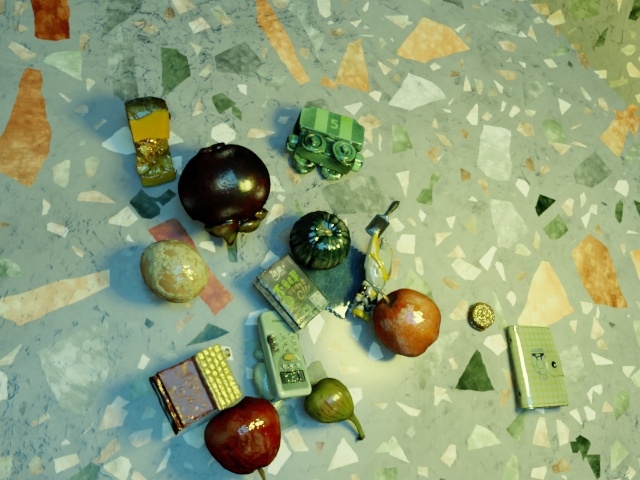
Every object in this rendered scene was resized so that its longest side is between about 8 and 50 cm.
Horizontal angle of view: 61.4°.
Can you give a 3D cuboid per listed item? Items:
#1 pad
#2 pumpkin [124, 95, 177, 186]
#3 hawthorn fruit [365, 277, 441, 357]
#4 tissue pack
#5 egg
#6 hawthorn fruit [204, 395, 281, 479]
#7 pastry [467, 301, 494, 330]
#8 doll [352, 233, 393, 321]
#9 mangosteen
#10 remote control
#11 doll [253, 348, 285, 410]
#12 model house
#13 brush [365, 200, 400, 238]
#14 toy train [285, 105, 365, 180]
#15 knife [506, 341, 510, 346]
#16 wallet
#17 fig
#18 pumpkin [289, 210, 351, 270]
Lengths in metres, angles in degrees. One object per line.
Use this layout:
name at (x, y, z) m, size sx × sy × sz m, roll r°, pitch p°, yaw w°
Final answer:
pad at (0.037, 0.111, 1.965) m, size 0.269 × 0.012 × 0.269 m, roll 31°, pitch 68°, yaw -6°
pumpkin at (-0.570, -0.348, 1.821) m, size 0.139 × 0.190 × 0.280 m, roll -13°, pitch 79°, yaw -21°
hawthorn fruit at (0.289, 0.284, 1.858) m, size 0.263 × 0.235 × 0.231 m, roll 8°, pitch 103°, yaw -41°
tissue pack at (-0.097, 0.178, 1.841) m, size 0.235 × 0.073 × 0.173 m, roll 48°, pitch 50°, yaw 3°
egg at (-0.470, 0.095, 1.719) m, size 0.233 × 0.195 × 0.195 m, roll 26°, pitch 66°, yaw 16°
hawthorn fruit at (-0.217, 0.614, 1.639) m, size 0.230 × 0.210 × 0.266 m, roll -27°, pitch 101°, yaw -17°
pastry at (0.618, 0.291, 2.064) m, size 0.097 × 0.057 × 0.109 m, roll -6°, pitch 75°, yaw -17°
doll at (0.192, 0.131, 1.951) m, size 0.145 × 0.103 × 0.316 m, roll 28°, pitch 74°, yaw -25°
mangosteen at (-0.311, -0.151, 1.806) m, size 0.307 × 0.307 × 0.347 m, roll -21°, pitch 110°, yaw -22°
remote control at (-0.120, 0.370, 1.772) m, size 0.140 × 0.056 × 0.296 m, roll 7°, pitch 56°, yaw -39°
doll at (-0.166, 0.457, 1.764) m, size 0.103 × 0.071 × 0.214 m, roll -11°, pitch 73°, yaw -20°
model house at (-0.369, 0.448, 1.661) m, size 0.254 × 0.160 × 0.196 m, roll -25°, pitch 82°, yaw -23°
brush at (0.250, -0.089, 2.087) m, size 0.063 × 0.016 × 0.193 m, roll 41°, pitch 67°, yaw -3°
toy train at (0.020, -0.363, 2.032) m, size 0.299 × 0.167 × 0.238 m, roll 16°, pitch 60°, yaw -13°
knife at (0.756, 0.427, 2.093) m, size 0.091 × 0.005 × 0.014 m, roll 46°, pitch 68°, yaw 1°
wallet at (0.830, 0.483, 2.063) m, size 0.223 × 0.077 × 0.309 m, roll 4°, pitch 70°, yaw -19°
fig at (0.073, 0.566, 1.771) m, size 0.259 × 0.151 × 0.151 m, roll 40°, pitch 67°, yaw -6°
pumpkin at (0.000, 0.000, 1.895) m, size 0.220 × 0.162 × 0.220 m, roll 11°, pitch 62°, yaw -21°
